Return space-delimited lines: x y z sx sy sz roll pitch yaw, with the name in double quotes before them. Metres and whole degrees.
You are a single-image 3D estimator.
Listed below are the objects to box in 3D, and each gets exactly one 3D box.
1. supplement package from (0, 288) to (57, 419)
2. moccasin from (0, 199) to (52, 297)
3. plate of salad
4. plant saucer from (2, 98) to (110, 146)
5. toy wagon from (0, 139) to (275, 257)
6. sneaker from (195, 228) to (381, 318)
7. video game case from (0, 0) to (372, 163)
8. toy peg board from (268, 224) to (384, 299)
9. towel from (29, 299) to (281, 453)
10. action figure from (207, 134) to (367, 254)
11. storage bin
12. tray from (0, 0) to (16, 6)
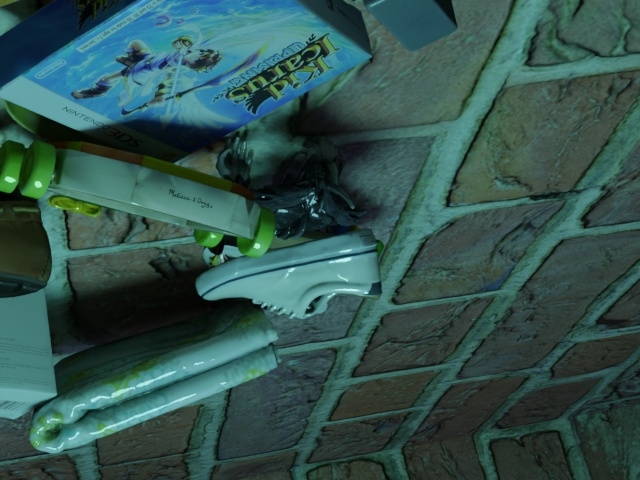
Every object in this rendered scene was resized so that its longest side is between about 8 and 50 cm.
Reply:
"supplement package" -0.446 0.144 1.538 0.105 0.179 0.105 -30 151 32
"moccasin" -0.452 -0.027 1.226 0.139 0.147 0.380 -14 165 36
"plate of salad" -0.085 0.067 1.622 0.200 0.048 0.200 21 159 8
"plant saucer" -0.204 -0.172 1.137 0.241 0.037 0.241 -11 157 -5
"toy wagon" -0.219 -0.053 1.220 0.267 0.068 0.344 16 177 -30
"sneaker" -0.043 0.055 1.373 0.258 0.091 0.094 -14 175 31
"video game case" -0.126 -0.177 1.043 0.270 0.061 0.244 -25 156 25
"toy peg board" 0.000 0.000 1.550 0.161 0.079 0.160 10 154 31
"towel" -0.247 0.189 1.671 0.375 0.090 0.320 -21 -174 -7
"action figure" -0.054 -0.062 1.349 0.164 0.140 0.276 4 167 -31
"storage bin" 0.072 -0.244 1.060 0.098 0.091 0.135 -23 154 21
"tray" -0.067 -0.304 0.760 0.411 0.076 0.203 -23 158 -13
